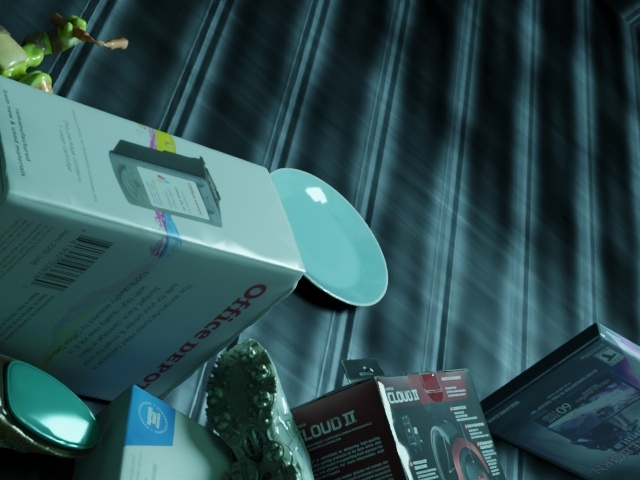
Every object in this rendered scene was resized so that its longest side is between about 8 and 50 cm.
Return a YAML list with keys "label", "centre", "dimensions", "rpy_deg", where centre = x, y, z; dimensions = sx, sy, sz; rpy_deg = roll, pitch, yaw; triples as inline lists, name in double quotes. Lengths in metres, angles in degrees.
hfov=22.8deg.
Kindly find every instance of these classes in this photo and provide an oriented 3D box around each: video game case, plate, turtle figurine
- label: "video game case"
  centre: [0.334, 0.201, 1.816]
  dimensions: [0.274, 0.196, 0.026]
  rpy_deg: [29, 37, -32]
- label: "plate"
  centre: [0.000, 0.000, 1.779]
  dimensions: [0.188, 0.024, 0.188]
  rpy_deg: [33, 34, -26]
- label: "turtle figurine"
  centre: [-0.319, -0.193, 1.512]
  dimensions: [0.217, 0.087, 0.269]
  rpy_deg: [44, 38, 6]

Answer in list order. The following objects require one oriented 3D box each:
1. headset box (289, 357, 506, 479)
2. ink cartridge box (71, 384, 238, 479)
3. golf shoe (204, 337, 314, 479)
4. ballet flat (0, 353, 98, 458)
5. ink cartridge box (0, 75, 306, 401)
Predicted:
- label: "headset box"
  centre: [0.087, 0.243, 1.432]
  dimensions: [0.218, 0.110, 0.293]
  rpy_deg: [4, 66, -63]
- label: "ink cartridge box"
  centre: [-0.094, 0.237, 1.319]
  dimensions: [0.231, 0.078, 0.134]
  rpy_deg: [34, 33, -26]
- label: "golf shoe"
  centre: [-0.046, 0.168, 1.344]
  dimensions: [0.086, 0.069, 0.176]
  rpy_deg: [49, 20, -50]
- label: "ballet flat"
  centre: [-0.264, 0.121, 1.233]
  dimensions: [0.206, 0.067, 0.073]
  rpy_deg: [39, 33, -37]
- label: "ink cartridge box"
  centre: [-0.204, 0.011, 1.288]
  dimensions: [0.306, 0.226, 0.131]
  rpy_deg: [17, 44, -45]
